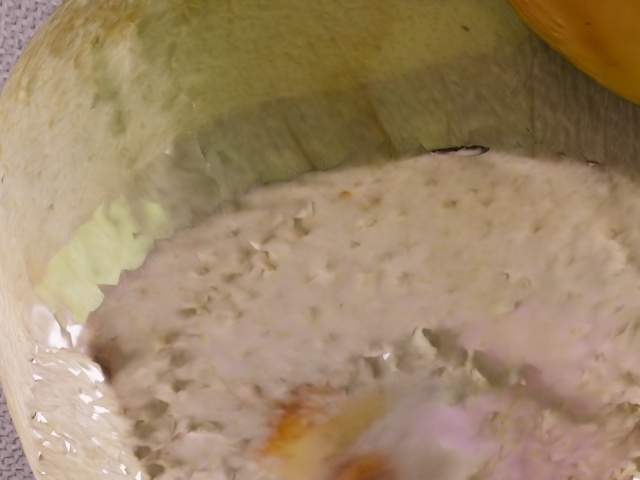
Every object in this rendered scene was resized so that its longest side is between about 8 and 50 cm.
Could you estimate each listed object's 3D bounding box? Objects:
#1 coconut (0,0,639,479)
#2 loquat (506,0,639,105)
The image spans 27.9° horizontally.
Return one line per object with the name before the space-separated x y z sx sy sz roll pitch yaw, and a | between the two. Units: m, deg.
coconut | 0.000 0.000 0.711 0.404 0.404 0.405 -171 90 -73
loquat | 0.168 -0.183 0.449 0.276 0.284 0.276 -42 22 21
